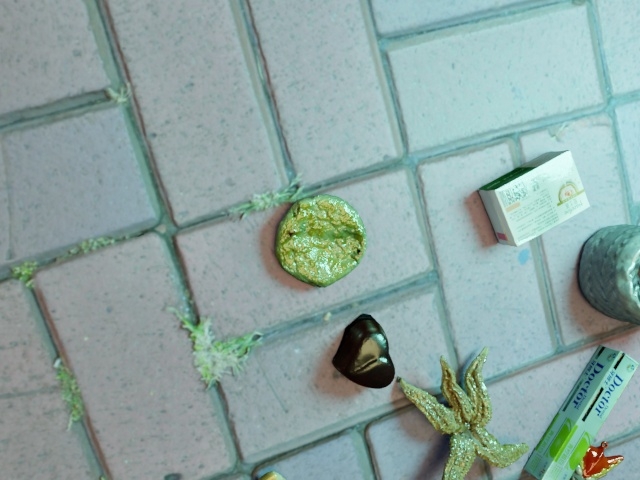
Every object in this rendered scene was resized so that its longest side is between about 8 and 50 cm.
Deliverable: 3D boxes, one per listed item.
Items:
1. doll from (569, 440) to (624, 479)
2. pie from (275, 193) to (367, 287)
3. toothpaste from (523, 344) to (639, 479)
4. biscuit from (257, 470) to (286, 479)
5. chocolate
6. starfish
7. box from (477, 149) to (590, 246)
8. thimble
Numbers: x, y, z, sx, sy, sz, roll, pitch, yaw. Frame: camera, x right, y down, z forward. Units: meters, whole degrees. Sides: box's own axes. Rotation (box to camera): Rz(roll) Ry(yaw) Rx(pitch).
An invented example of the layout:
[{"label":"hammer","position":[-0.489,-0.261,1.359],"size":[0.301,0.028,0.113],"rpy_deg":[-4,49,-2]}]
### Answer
[{"label":"doll","position":[0.594,0.521,1.557],"size":[0.109,0.057,0.169],"rpy_deg":[39,97,1]},{"label":"pie","position":[0.000,0.000,1.345],"size":[0.187,0.041,0.186],"rpy_deg":[-2,96,-16]},{"label":"toothpaste","position":[0.579,0.393,1.525],"size":[0.067,0.081,0.336],"rpy_deg":[34,85,-12]},{"label":"biscuit","position":[-0.071,0.625,1.385],"size":[0.205,0.040,0.309],"rpy_deg":[-41,104,-9]},{"label":"chocolate","position":[0.090,0.230,1.373],"size":[0.125,0.080,0.148],"rpy_deg":[-13,100,-15]},{"label":"starfish","position":[0.277,0.373,1.439],"size":[0.302,0.084,0.293],"rpy_deg":[-22,97,-16]},{"label":"box","position":[0.449,-0.090,1.444],"size":[0.199,0.081,0.135],"rpy_deg":[-26,102,-10]},{"label":"thimble","position":[0.703,0.082,1.491],"size":[0.217,0.157,0.245],"rpy_deg":[-47,105,-6]}]
